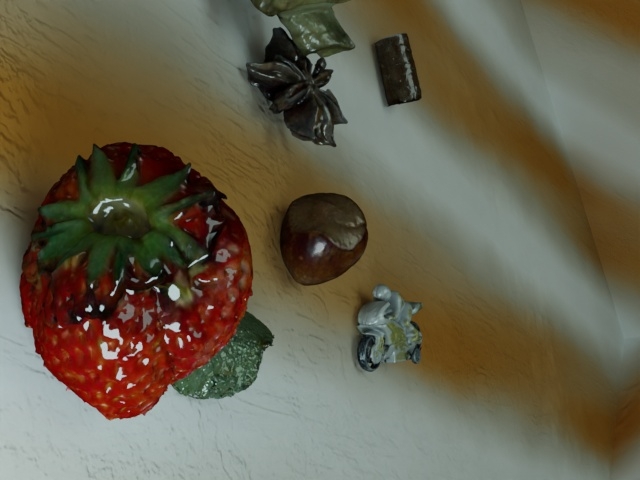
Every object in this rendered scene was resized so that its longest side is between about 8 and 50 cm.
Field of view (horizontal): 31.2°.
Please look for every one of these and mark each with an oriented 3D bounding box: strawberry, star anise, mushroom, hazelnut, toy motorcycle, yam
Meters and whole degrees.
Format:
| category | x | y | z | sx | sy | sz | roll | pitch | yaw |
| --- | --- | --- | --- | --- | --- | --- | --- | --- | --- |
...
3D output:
| category | x | y | z | sx | sy | sz | roll | pitch | yaw |
| --- | --- | --- | --- | --- | --- | --- | --- | --- | --- |
| strawberry | -0.195 | 0.051 | 1.228 | 0.238 | 0.250 | 0.288 | 53 | -14 | 30 |
| star anise | -0.034 | -0.241 | 1.848 | 0.231 | 0.089 | 0.209 | -3 | 71 | -66 |
| mushroom | -0.033 | -0.440 | 1.755 | 0.217 | 0.212 | 0.292 | 12 | 60 | -64 |
| hazelnut | 0.000 | 0.000 | 1.779 | 0.143 | 0.143 | 0.154 | 62 | 36 | -31 |
| toy motorcycle | 0.123 | 0.149 | 2.032 | 0.228 | 0.074 | 0.151 | -10 | 94 | -57 |
| yam | 0.157 | -0.345 | 2.332 | 0.079 | 0.079 | 0.141 | -15 | 92 | -66 |

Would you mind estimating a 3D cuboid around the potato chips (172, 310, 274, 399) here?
| category | x | y | z | sx | sy | sz | roll | pitch | yaw |
| --- | --- | --- | --- | --- | --- | --- | --- | --- | --- |
| potato chips | -0.136 | 0.119 | 1.504 | 0.167 | 0.059 | 0.228 | 59 | 29 | -18 |
